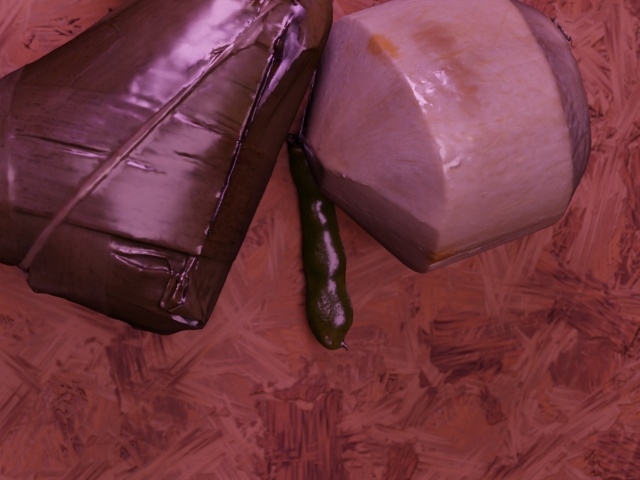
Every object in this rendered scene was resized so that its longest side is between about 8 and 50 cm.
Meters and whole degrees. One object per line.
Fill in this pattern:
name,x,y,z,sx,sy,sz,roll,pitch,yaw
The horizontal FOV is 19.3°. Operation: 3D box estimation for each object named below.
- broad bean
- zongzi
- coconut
broad bean,0.001,0.000,2.125,0.053,0.052,0.256,-23,108,-51
zongzi,-0.240,-0.199,1.914,0.467,0.218,0.500,25,86,-17
coconut,0.127,-0.117,2.032,0.323,0.323,0.323,-4,101,-21
